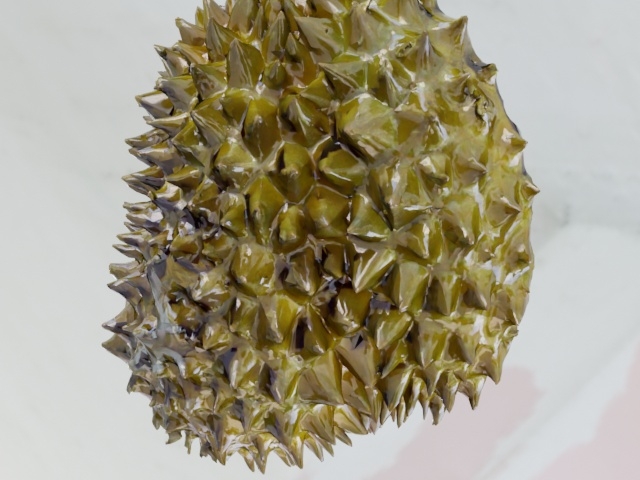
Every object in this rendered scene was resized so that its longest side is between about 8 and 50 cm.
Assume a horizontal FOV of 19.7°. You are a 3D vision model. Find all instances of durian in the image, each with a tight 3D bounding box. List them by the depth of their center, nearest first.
[{"bbox_3d":[-0.012,0.000,0.790,0.183,0.138,0.250,38,-52,44],"label":"durian"}]
